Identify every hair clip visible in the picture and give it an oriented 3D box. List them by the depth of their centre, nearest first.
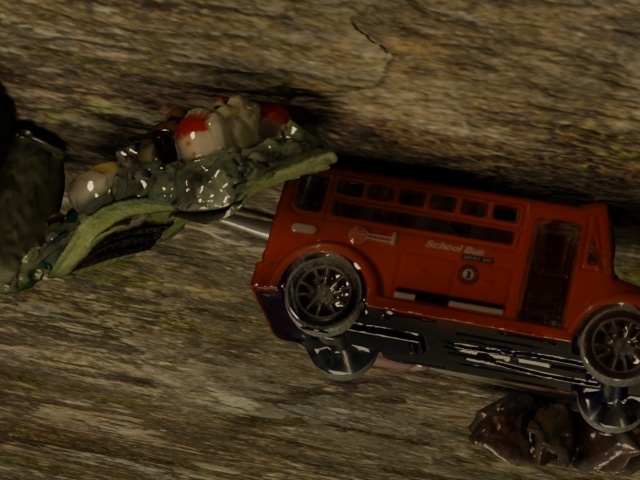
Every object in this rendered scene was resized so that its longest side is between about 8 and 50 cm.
[{"bbox_3d":[-0.116,-0.047,1.289,0.138,0.091,0.321,-24,-177,-37],"label":"hair clip"}]

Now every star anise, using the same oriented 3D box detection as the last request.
[{"bbox_3d":[0.249,0.202,1.771,0.212,0.073,0.197,6,180,21],"label":"star anise"}]

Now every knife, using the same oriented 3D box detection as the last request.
[{"bbox_3d":[0.127,0.132,1.737,0.335,0.043,0.081,18,167,-21],"label":"knife"}]

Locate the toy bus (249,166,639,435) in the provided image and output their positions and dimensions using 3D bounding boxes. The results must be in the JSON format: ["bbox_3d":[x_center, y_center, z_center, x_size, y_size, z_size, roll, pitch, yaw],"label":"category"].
[{"bbox_3d":[0.123,0.039,1.290,0.329,0.153,0.143,10,160,12],"label":"toy bus"}]

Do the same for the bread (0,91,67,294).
[{"bbox_3d":[-0.381,-0.062,1.362,0.381,0.129,0.366,19,160,-20],"label":"bread"}]

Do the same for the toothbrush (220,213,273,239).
[{"bbox_3d":[-0.001,0.001,1.460,0.342,0.025,0.030,17,156,-10],"label":"toothbrush"}]
